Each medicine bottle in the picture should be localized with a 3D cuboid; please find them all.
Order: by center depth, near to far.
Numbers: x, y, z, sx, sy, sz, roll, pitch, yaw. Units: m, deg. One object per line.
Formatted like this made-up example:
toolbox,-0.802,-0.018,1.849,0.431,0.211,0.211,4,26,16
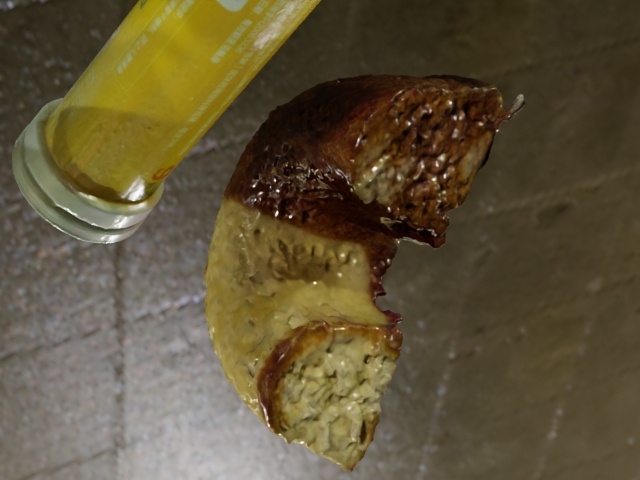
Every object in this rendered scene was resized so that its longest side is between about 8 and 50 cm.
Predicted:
medicine bottle,-0.056,-0.088,0.700,0.074,0.074,0.218,5,143,-42

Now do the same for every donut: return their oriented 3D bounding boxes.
donut,0.000,0.002,0.830,0.085,0.141,0.217,14,97,-38
